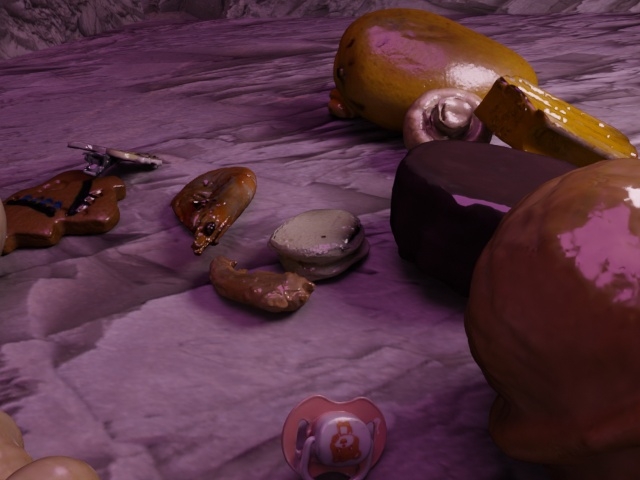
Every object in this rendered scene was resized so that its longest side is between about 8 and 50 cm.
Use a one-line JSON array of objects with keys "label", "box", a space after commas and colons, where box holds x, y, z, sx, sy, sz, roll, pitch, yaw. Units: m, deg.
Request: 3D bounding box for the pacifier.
[{"label": "pacifier", "box": [0.008, 0.178, 0.430, 0.099, 0.082, 0.078, 10, -5, -19]}]

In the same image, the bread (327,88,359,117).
[{"label": "bread", "box": [0.102, -0.367, 1.200, 0.177, 0.084, 0.119, -25, 38, -20]}]

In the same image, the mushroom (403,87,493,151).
[{"label": "mushroom", "box": [0.236, -0.204, 0.873, 0.166, 0.166, 0.127, -3, -6, 3]}]

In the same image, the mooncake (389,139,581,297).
[{"label": "mooncake", "box": [0.232, -0.034, 0.634, 0.283, 0.141, 0.283, 4, 31, -2]}]

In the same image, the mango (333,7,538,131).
[{"label": "mango", "box": [0.248, -0.362, 1.041, 0.445, 0.220, 0.301, 11, 54, 1]}]

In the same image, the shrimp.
[{"label": "shrimp", "box": [-0.195, -0.058, 0.799, 0.152, 0.063, 0.287, -3, 31, 8]}]

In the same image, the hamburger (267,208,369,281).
[{"label": "hamburger", "box": [0.000, 0.000, 0.686, 0.133, 0.062, 0.140, 22, 45, 36]}]

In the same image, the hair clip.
[{"label": "hair clip", "box": [-0.416, -0.170, 0.969, 0.146, 0.056, 0.187, 11, 17, 8]}]

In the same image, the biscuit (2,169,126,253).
[{"label": "biscuit", "box": [-0.501, -0.051, 0.847, 0.301, 0.043, 0.278, -31, 41, -32]}]

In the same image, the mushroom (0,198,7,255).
[{"label": "mushroom", "box": [-0.579, -0.003, 0.585, 0.325, 0.353, 0.353, 39, 46, 6]}]

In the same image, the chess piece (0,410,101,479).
[{"label": "chess piece", "box": [-0.234, 0.214, 0.351, 0.260, 0.143, 0.143, 14, 38, 16]}]

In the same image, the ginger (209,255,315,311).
[{"label": "ginger", "box": [-0.091, 0.057, 0.626, 0.173, 0.051, 0.069, 18, 37, 27]}]

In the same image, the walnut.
[{"label": "walnut", "box": [0.253, 0.080, 0.359, 0.285, 0.285, 0.296, -25, 75, -26]}]

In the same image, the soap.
[{"label": "soap", "box": [0.389, -0.183, 0.790, 0.257, 0.080, 0.160, 24, 38, -5]}]
